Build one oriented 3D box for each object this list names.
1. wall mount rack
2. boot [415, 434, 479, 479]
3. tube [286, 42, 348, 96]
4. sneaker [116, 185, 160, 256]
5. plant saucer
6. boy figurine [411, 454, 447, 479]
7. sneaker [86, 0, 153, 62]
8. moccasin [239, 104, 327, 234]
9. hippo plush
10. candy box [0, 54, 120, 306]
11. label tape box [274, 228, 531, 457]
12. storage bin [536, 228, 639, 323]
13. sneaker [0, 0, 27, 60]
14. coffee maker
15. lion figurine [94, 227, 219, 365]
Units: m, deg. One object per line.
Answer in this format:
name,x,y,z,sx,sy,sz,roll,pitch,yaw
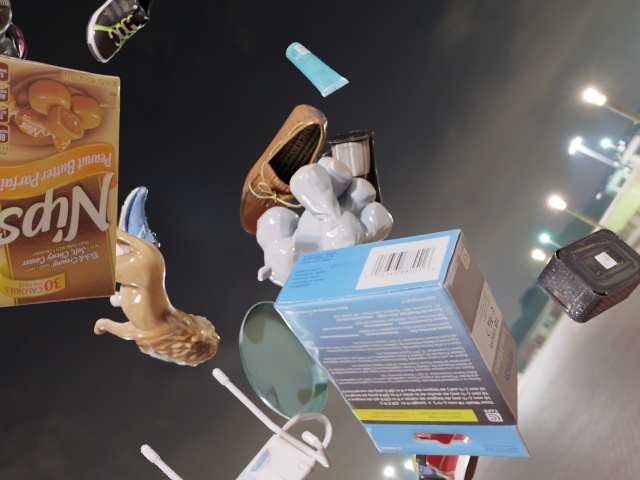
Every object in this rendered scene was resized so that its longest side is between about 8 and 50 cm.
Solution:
wall mount rack,-0.156,0.416,1.274,0.350,0.304,0.130,-46,-45,-26
boot,0.339,0.482,1.727,0.088,0.176,0.244,41,-111,-46
tube,-0.016,-0.465,1.809,0.080,0.207,0.052,-37,-32,-8
sneaker,-0.627,-0.023,2.302,0.130,0.147,0.330,174,104,-73
plant saucer,-0.098,0.306,1.680,0.044,0.317,0.317,-31,-6,28
boy figurine,0.308,0.630,1.906,0.285,0.092,0.177,-71,-20,-71
sneaker,-0.438,-0.504,1.495,0.084,0.097,0.234,53,-128,-57
moccasin,-0.096,-0.166,1.735,0.380,0.139,0.147,-51,24,22
hippo plush,0.000,0.000,1.374,0.236,0.294,0.234,-35,-21,35
candy box,-0.378,-0.076,0.912,0.183,0.087,0.316,-2,-84,-48
label tape box,0.127,0.154,0.906,0.333,0.241,0.106,58,-141,-31
storage bin,0.519,0.064,1.268,0.180,0.122,0.084,-20,-35,-31
sneaker,-0.677,-0.422,1.313,0.202,0.483,0.185,-1,-86,-36
coffee maker,0.089,-0.158,1.536,0.171,0.120,0.178,-28,-66,-54
lion figurine,-0.351,0.106,1.325,0.392,0.240,0.142,78,-151,-47
